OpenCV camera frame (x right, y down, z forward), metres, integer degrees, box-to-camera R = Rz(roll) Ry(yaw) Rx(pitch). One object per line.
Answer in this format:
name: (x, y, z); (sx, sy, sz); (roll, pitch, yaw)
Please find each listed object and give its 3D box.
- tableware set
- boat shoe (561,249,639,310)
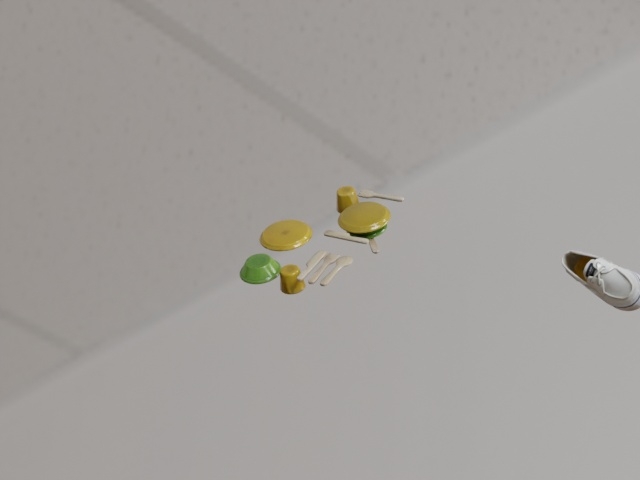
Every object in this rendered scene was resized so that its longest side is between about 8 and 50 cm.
tableware set: (0.000, 0.000, 1.453); (0.104, 0.154, 0.024); (11, -51, 29)
boat shoe: (0.242, 0.031, 1.404); (0.035, 0.100, 0.035); (24, -82, -32)
